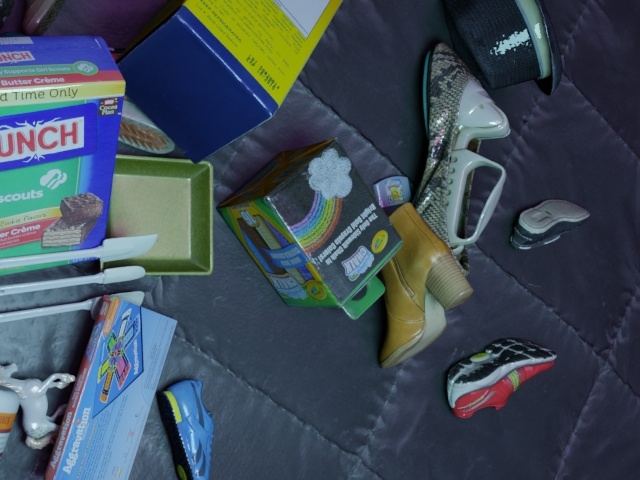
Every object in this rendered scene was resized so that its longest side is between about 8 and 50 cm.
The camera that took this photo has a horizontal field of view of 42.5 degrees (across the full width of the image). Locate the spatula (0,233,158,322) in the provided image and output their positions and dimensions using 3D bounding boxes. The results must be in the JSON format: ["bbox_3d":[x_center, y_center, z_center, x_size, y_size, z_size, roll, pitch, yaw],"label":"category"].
[{"bbox_3d":[-0.365,0.065,1.207,0.242,0.168,0.019,-9,51,-34],"label":"spatula"}]

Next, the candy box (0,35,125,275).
[{"bbox_3d":[-0.413,-0.102,1.081,0.268,0.122,0.317,-11,137,-32],"label":"candy box"}]

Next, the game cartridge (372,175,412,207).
[{"bbox_3d":[0.139,-0.096,1.595,0.083,0.017,0.056,-14,91,-32],"label":"game cartridge"}]

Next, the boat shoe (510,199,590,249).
[{"bbox_3d":[0.499,-0.035,1.794,0.233,0.084,0.079,-16,134,-38],"label":"boat shoe"}]

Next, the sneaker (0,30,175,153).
[{"bbox_3d":[-0.346,-0.247,1.257,0.302,0.108,0.121,26,59,-26],"label":"sneaker"}]

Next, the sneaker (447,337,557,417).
[{"bbox_3d":[0.365,0.283,1.684,0.279,0.107,0.118,-14,113,-29],"label":"sneaker"}]

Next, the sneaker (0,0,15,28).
[{"bbox_3d":[-0.558,-0.292,1.083,0.182,0.158,0.410,25,77,6],"label":"sneaker"}]

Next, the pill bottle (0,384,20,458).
[{"bbox_3d":[-0.545,0.351,1.019,0.224,0.224,0.392,22,75,-29],"label":"pill bottle"}]

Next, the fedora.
[{"bbox_3d":[0.342,-0.419,1.629,0.152,0.334,0.334,-24,102,3],"label":"fedora"}]

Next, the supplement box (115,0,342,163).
[{"bbox_3d":[-0.133,-0.325,1.271,0.194,0.195,0.356,45,46,-22],"label":"supplement box"}]

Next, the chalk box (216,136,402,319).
[{"bbox_3d":[0.000,0.000,1.409,0.180,0.179,0.289,-42,110,-27],"label":"chalk box"}]

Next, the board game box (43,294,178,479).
[{"bbox_3d":[-0.315,0.237,1.255,0.145,0.027,0.281,32,69,-52],"label":"board game box"}]

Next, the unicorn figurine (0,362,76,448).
[{"bbox_3d":[-0.415,0.231,1.203,0.111,0.060,0.162,-13,91,-36],"label":"unicorn figurine"}]

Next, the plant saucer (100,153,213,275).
[{"bbox_3d":[-0.267,-0.038,1.319,0.188,0.045,0.188,1,87,-32],"label":"plant saucer"}]

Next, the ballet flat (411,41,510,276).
[{"bbox_3d":[0.273,-0.152,1.581,0.164,0.182,0.483,23,73,-54],"label":"ballet flat"}]

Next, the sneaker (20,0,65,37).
[{"bbox_3d":[-0.418,-0.391,1.245,0.071,0.066,0.188,27,68,-11],"label":"sneaker"}]

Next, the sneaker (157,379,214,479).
[{"bbox_3d":[-0.197,0.328,1.330,0.082,0.069,0.209,-16,96,-35],"label":"sneaker"}]

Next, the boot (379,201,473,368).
[{"bbox_3d":[0.146,0.084,1.511,0.104,0.295,0.211,-15,60,-38],"label":"boot"}]
